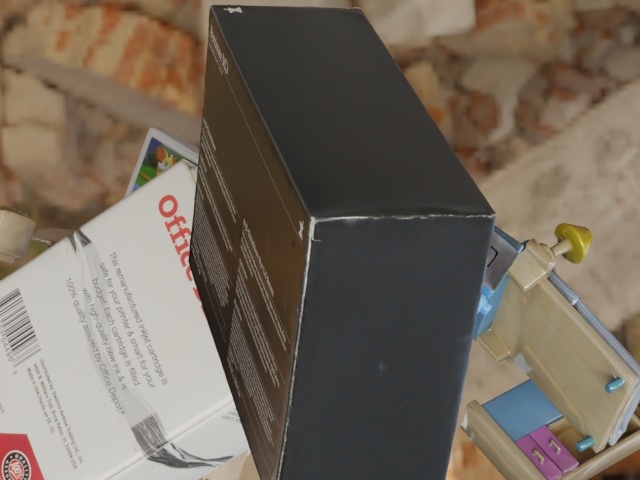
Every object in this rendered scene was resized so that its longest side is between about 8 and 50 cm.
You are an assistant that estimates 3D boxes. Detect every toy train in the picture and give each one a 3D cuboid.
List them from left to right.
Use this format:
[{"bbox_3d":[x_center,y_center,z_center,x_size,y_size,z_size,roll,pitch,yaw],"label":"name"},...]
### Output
[{"bbox_3d":[0.105,0.061,1.514,0.080,0.184,0.105,35,151,5],"label":"toy train"}]

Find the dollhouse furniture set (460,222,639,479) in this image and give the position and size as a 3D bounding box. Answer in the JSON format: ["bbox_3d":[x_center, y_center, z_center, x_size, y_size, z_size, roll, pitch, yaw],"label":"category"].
[{"bbox_3d":[0.319,0.150,1.759,0.198,0.286,0.303,-25,148,-27],"label":"dollhouse furniture set"}]

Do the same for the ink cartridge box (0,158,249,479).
[{"bbox_3d":[-0.151,0.095,1.329,0.273,0.197,0.114,-33,155,16],"label":"ink cartridge box"}]

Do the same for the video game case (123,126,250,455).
[{"bbox_3d":[-0.150,0.057,2.079,0.329,0.300,0.036,32,-163,38],"label":"video game case"}]

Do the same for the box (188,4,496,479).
[{"bbox_3d":[0.000,0.000,0.952,0.103,0.184,0.261,-3,-148,-14],"label":"box"}]

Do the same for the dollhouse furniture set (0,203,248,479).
[{"bbox_3d":[-0.249,0.154,1.556,0.174,0.303,0.356,8,167,46],"label":"dollhouse furniture set"}]
